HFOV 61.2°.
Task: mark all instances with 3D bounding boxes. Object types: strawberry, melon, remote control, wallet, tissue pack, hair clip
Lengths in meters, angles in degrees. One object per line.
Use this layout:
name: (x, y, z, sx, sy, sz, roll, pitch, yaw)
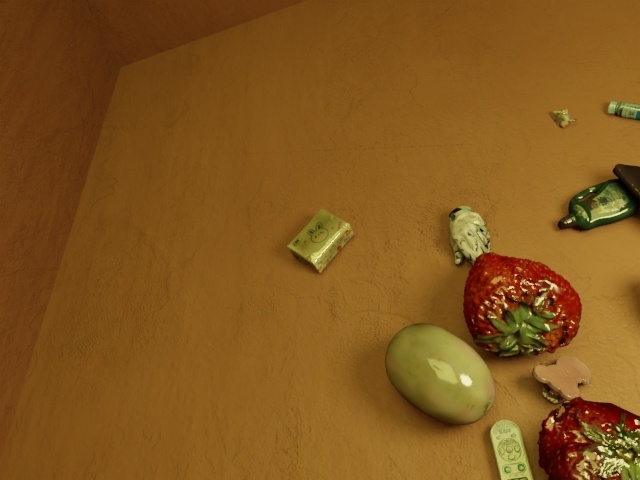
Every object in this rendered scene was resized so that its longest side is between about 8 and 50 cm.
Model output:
strawberry: (0.621, 0.493, 1.211, 0.274, 0.220, 0.274, -3, 49, 4)
melon: (0.312, 0.350, 1.446, 0.223, 0.223, 0.317, -48, 47, -13)
remote control: (0.478, 0.558, 1.340, 0.078, 0.042, 0.221, -14, 53, 13)
wallet: (0.960, -0.127, 1.553, 0.182, 0.049, 0.229, 3, 46, -28)
strawberry: (0.538, 0.159, 1.488, 0.312, 0.267, 0.351, 10, 26, 0)
tissue pack: (0.000, 0.000, 1.916, 0.148, 0.092, 0.196, 30, 74, 36)
hair clip: (0.626, 0.346, 1.385, 0.138, 0.102, 0.123, -41, 53, -8)

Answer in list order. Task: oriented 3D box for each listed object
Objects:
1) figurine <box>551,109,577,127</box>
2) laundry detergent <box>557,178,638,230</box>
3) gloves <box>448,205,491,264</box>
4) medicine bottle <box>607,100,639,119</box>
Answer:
figurine: (0.845, -0.427, 1.878, 0.050, 0.047, 0.083, -14, 44, -4)
laundry detergent: (0.819, -0.097, 1.632, 0.221, 0.078, 0.144, -22, 49, 11)
gloves: (0.468, -0.006, 1.706, 0.127, 0.111, 0.212, -16, 44, 7)
medicine bottle: (1.049, -0.420, 1.773, 0.191, 0.051, 0.051, 24, 69, 35)
